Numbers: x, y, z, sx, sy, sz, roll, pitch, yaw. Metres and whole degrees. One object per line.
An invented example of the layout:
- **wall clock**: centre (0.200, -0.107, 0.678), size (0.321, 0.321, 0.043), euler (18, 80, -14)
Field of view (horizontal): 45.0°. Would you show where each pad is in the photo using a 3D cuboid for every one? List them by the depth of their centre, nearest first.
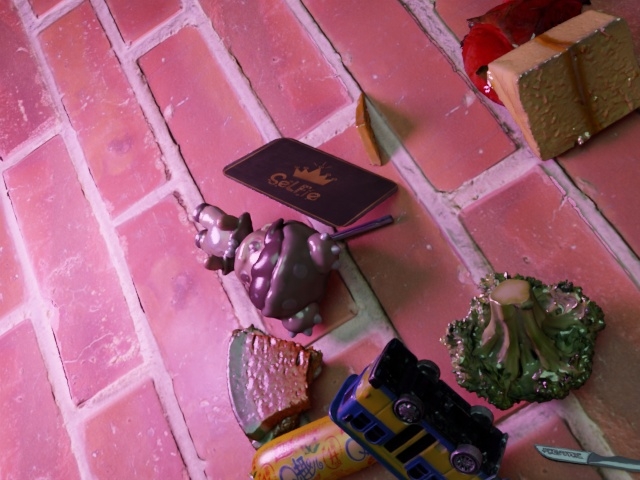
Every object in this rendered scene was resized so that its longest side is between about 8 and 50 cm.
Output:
- **pad**: centre (-0.046, -0.150, 1.761), size (0.376, 0.063, 0.315), euler (25, 44, 29)

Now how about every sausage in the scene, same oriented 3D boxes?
- **sausage**: centre (0.009, 0.419, 1.540), size (0.347, 0.123, 0.123), euler (-25, 60, 10)

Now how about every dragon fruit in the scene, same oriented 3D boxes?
- **dragon fruit**: centre (0.447, -0.458, 1.783), size (0.282, 0.100, 0.343), euler (7, 69, 29)

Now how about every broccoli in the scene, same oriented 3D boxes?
- **broccoli**: centre (0.372, 0.178, 1.448), size (0.288, 0.259, 0.235), euler (-46, 16, -24)

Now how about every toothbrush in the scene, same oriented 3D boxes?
- **toothbrush**: centre (0.000, 0.000, 1.794), size (0.354, 0.024, 0.029), euler (-19, 53, 14)

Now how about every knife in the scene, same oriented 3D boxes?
- **knife**: centre (0.498, 0.400, 1.414), size (0.210, 0.015, 0.028), euler (1, 74, 23)

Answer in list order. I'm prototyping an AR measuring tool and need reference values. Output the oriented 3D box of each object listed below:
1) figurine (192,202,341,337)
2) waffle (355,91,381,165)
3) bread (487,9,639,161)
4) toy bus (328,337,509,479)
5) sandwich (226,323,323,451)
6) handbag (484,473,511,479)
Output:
- **figurine**: centre (-0.129, 0.040, 1.716), size (0.381, 0.203, 0.248), euler (26, 104, 27)
- **waffle**: centre (0.118, -0.272, 1.879), size (0.032, 0.125, 0.191), euler (-20, 27, 16)
- **bread**: centre (0.526, -0.329, 1.653), size (0.264, 0.236, 0.198), euler (-29, 26, 6)
- **toy bus**: centre (0.179, 0.335, 1.403), size (0.288, 0.138, 0.175), euler (41, 127, 0)
- **sandwich**: centre (-0.105, 0.306, 1.646), size (0.212, 0.109, 0.291), euler (-1, 66, 22)
- **handbag**: centre (0.278, 0.479, 1.343), size (0.179, 0.229, 0.062), euler (-33, 56, 7)
